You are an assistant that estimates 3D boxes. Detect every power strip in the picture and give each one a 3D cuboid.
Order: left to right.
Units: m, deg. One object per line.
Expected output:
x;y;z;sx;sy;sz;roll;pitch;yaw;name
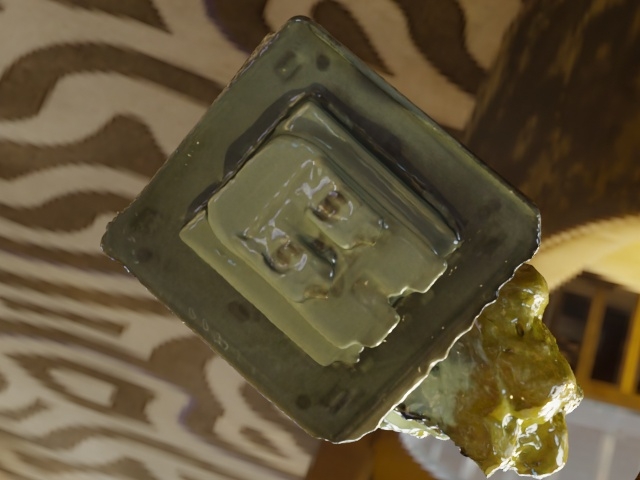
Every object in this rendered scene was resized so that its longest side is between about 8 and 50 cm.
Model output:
0.000;0.000;0.974;0.213;0.198;0.064;39;-174;-1;power strip

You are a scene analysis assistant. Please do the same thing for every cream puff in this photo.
0.163;0.121;1.926;0.323;0.274;0.270;18;-168;23;cream puff

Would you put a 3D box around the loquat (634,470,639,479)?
0.307;0.219;0.888;0.328;0.328;0.328;14;153;7;loquat
